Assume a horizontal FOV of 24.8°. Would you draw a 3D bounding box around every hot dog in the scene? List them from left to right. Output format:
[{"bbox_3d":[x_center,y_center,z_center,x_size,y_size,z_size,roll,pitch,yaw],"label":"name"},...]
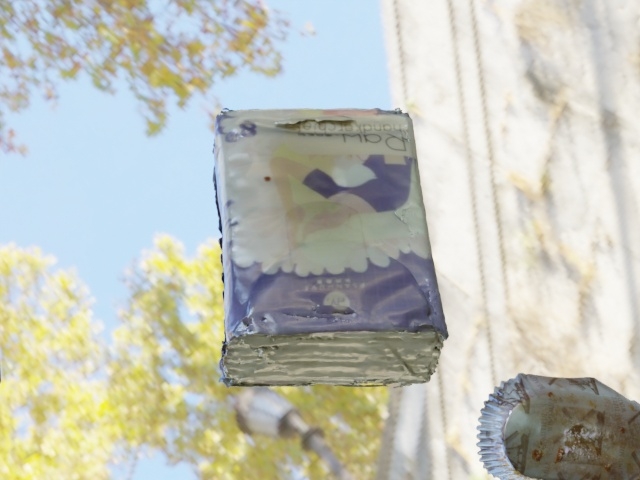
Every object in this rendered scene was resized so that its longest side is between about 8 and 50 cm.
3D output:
[{"bbox_3d":[0.297,0.228,1.674,0.268,0.075,0.144,16,-106,-24],"label":"hot dog"}]

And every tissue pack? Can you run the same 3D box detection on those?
[{"bbox_3d":[0.000,0.000,1.661,0.242,0.344,0.125,-1,-40,-6],"label":"tissue pack"}]
